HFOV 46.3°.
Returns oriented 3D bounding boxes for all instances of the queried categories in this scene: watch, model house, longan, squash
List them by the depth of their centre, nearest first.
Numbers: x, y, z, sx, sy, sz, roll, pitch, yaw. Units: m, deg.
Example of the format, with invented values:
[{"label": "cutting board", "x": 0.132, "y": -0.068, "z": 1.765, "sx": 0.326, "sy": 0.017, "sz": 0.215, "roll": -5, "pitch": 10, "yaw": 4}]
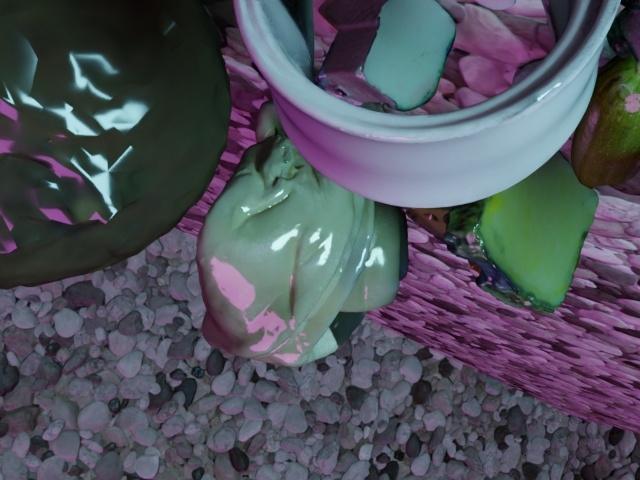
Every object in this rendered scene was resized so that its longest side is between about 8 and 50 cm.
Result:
[{"label": "watch", "x": 0.048, "y": -0.142, "z": 0.452, "sx": 0.244, "sy": 0.231, "sz": 0.196, "roll": 16, "pitch": 169, "yaw": 15}, {"label": "squash", "x": 0.253, "y": -0.095, "z": 0.639, "sx": 0.069, "sy": 0.069, "sz": 0.239, "roll": 20, "pitch": 173, "yaw": 15}, {"label": "model house", "x": 0.047, "y": -0.165, "z": 0.663, "sx": 0.087, "sy": 0.101, "sz": 0.100, "roll": 29, "pitch": 168, "yaw": -36}, {"label": "longan", "x": -0.285, "y": -0.141, "z": 0.711, "sx": 0.391, "sy": 0.391, "sz": 0.391, "roll": 22, "pitch": 168, "yaw": 5}, {"label": "model house", "x": 0.170, "y": -0.029, "z": 0.876, "sx": 0.194, "sy": 0.170, "sz": 0.211, "roll": 29, "pitch": 167, "yaw": -38}]

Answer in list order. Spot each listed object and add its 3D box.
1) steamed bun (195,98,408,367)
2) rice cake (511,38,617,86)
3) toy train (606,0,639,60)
[{"label": "steamed bun", "x": 0.000, "y": 0.000, "z": 0.962, "sx": 0.237, "sy": 0.347, "sz": 0.394, "roll": 16, "pitch": -172, "yaw": 4}, {"label": "rice cake", "x": 0.204, "y": -0.148, "z": 0.636, "sx": 0.021, "sy": 0.022, "sz": 0.121, "roll": 23, "pitch": 169, "yaw": -19}, {"label": "toy train", "x": 0.239, "y": -0.145, "z": 0.398, "sx": 0.170, "sy": 0.111, "sz": 0.071, "roll": -10, "pitch": 119, "yaw": 56}]
